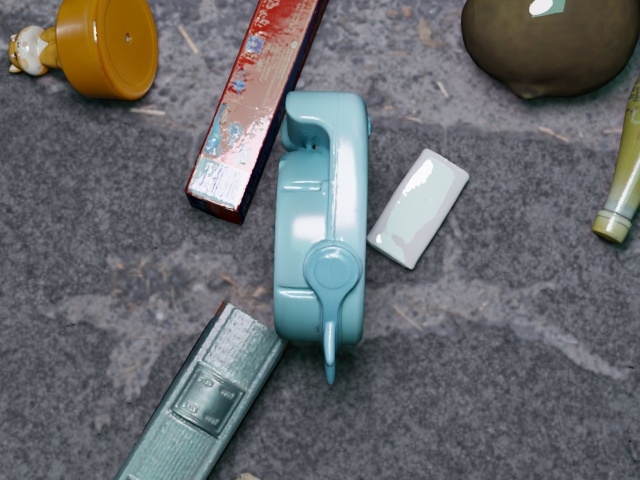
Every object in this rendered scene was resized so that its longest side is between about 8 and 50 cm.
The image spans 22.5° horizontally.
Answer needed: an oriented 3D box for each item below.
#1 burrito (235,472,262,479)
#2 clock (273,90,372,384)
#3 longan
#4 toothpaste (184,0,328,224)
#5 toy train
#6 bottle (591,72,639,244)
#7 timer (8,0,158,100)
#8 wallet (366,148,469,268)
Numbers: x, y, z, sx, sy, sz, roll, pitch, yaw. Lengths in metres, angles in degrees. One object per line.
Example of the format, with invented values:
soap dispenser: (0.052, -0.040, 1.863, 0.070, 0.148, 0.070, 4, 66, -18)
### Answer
burrito: (-0.112, 0.320, 1.649, 0.058, 0.045, 0.188, 32, 84, 13)
clock: (0.000, 0.000, 1.605, 0.094, 0.223, 0.274, 3, 74, 2)
longan: (0.242, -0.233, 1.684, 0.189, 0.189, 0.189, 0, 80, 1)
toothpaste: (-0.058, -0.179, 1.721, 0.066, 0.076, 0.321, 21, 81, 4)
toy train: (-0.170, 0.254, 1.642, 0.086, 0.089, 0.409, 32, 81, 1)
bottle: (0.359, -0.121, 1.702, 0.083, 0.083, 0.270, 24, 84, 5)
timer: (-0.270, -0.208, 1.722, 0.152, 0.132, 0.132, -5, 79, 23)
wallet: (0.104, -0.034, 1.718, 0.061, 0.025, 0.122, 32, 81, 8)
